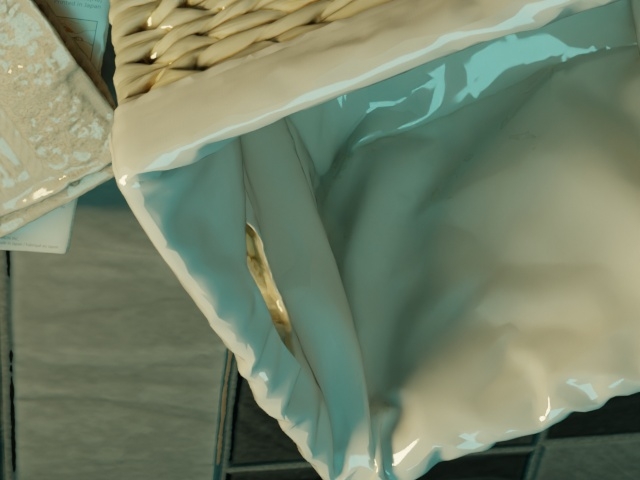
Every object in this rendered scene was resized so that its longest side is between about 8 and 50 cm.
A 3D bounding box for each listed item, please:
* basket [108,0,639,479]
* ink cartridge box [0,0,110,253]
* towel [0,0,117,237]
[{"bbox_3d":[0.079,-0.083,1.003,0.331,0.266,0.328,-21,138,8],"label":"basket"},{"bbox_3d":[-0.244,-0.101,1.223,0.181,0.056,0.225,5,117,-18],"label":"ink cartridge box"},{"bbox_3d":[-0.260,-0.112,1.144,0.187,0.049,0.282,-30,122,10],"label":"towel"}]
